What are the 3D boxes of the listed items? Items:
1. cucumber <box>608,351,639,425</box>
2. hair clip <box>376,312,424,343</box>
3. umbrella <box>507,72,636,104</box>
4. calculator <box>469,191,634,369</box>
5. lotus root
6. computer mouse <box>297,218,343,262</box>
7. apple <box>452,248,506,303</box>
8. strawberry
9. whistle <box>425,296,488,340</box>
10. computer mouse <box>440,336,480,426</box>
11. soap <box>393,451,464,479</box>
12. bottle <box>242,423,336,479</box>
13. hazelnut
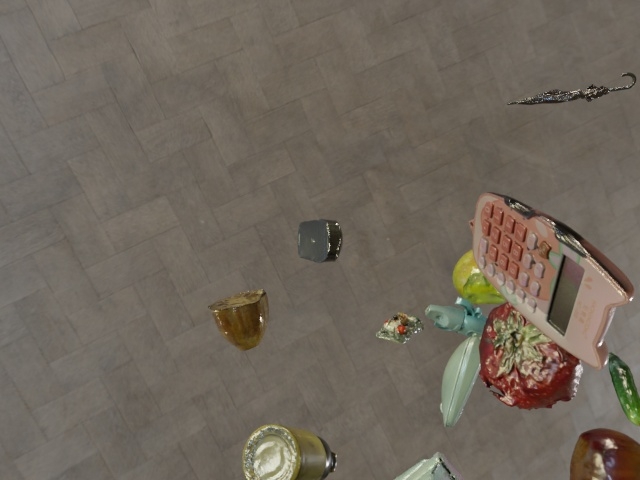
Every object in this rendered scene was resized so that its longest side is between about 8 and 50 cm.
[{"bbox_3d":[0.545,0.257,0.832,0.037,0.155,0.037,7,129,8],"label":"cucumber"},{"bbox_3d":[0.344,0.349,1.932,0.138,0.321,0.091,9,97,27],"label":"hair clip"},{"bbox_3d":[0.265,-0.154,0.495,0.013,0.122,0.022,-37,117,-54],"label":"umbrella"},{"bbox_3d":[0.367,0.046,0.787,0.048,0.330,0.220,-23,130,-15],"label":"calculator"},{"bbox_3d":[-0.265,0.276,1.596,0.188,0.199,0.180,-12,101,7],"label":"lotus root"},{"bbox_3d":[0.005,0.000,1.821,0.087,0.295,0.169,1,92,-31],"label":"computer mouse"},{"bbox_3d":[0.657,0.152,1.858,0.226,0.246,0.246,-39,103,16],"label":"apple"},{"bbox_3d":[0.543,0.299,1.186,0.220,0.274,0.274,23,86,-35],"label":"strawberry"},{"bbox_3d":[0.500,0.284,1.619,0.273,0.186,0.093,19,51,-4],"label":"whistle"},{"bbox_3d":[0.429,0.432,1.441,0.097,0.159,0.289,25,92,24],"label":"computer mouse"},{"bbox_3d":[0.199,0.775,1.232,0.446,0.261,0.156,-41,78,3],"label":"soap"},{"bbox_3d":[-0.071,0.634,1.333,0.172,0.171,0.351,-51,148,-8],"label":"bottle"},{"bbox_3d":[0.767,0.621,1.212,0.217,0.217,0.252,-8,100,-15],"label":"hazelnut"}]
